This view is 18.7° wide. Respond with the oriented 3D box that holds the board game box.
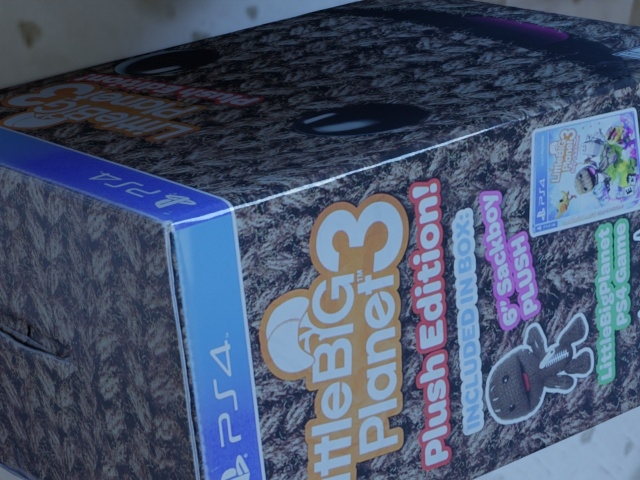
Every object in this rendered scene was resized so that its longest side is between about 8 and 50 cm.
[{"bbox_3d":[0.000,0.000,0.822,0.291,0.232,0.141,-19,112,-34],"label":"board game box"}]
